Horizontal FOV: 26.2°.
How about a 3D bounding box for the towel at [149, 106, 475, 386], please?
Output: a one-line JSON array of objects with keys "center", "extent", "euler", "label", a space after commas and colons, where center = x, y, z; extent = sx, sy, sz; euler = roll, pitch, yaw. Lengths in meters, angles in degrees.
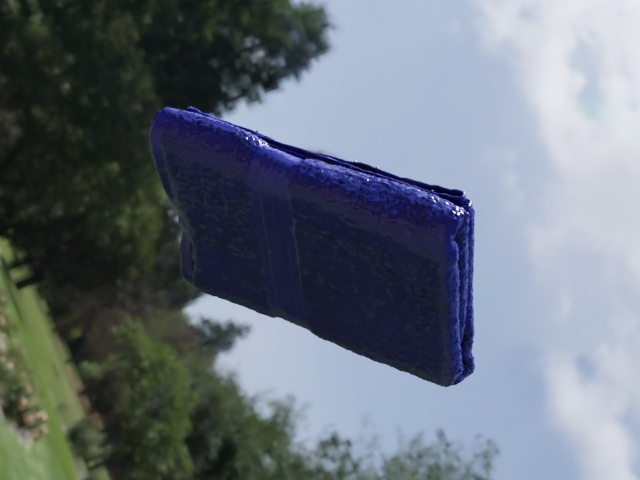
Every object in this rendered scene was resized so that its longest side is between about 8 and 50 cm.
[{"center": [0.000, 0.000, 1.234], "extent": [0.308, 0.076, 0.227], "euler": [21, -36, 24], "label": "towel"}]
